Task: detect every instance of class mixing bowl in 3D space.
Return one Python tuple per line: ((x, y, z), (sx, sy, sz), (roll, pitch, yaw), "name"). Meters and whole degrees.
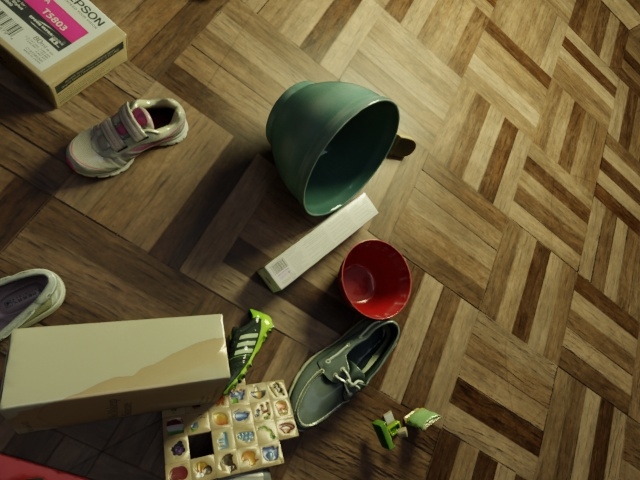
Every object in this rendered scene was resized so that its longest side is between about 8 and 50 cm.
((0.108, 0.096, 0.952), (0.182, 0.098, 0.181), (7, 74, -24), "mixing bowl")

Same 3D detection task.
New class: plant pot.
((0.004, -0.228, 0.905), (0.293, 0.293, 0.196), (-37, 68, -28), "plant pot")

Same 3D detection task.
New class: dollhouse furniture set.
((0.192, 0.405, 0.926), (0.152, 0.076, 0.058), (-20, 87, -27), "dollhouse furniture set")

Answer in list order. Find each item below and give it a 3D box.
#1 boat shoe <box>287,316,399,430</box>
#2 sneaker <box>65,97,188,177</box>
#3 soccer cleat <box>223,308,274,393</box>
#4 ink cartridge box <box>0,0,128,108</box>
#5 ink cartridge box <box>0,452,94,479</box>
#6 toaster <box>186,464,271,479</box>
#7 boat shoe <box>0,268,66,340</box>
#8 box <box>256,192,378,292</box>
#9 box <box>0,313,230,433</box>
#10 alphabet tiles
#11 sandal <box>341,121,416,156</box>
((0.054, 0.277, 0.880), (0.319, 0.099, 0.116), (-39, 95, -27), "boat shoe")
((-0.374, -0.216, 0.797), (0.252, 0.111, 0.103), (-40, 95, -27), "sneaker")
((-0.160, 0.218, 0.816), (0.072, 0.060, 0.179), (30, 51, 1), "soccer cleat")
((-0.534, -0.408, 0.785), (0.235, 0.088, 0.193), (41, 65, -10), "ink cartridge box")
((-0.484, 0.479, 0.600), (0.296, 0.066, 0.261), (29, 68, -16), "ink cartridge box")
((-0.173, 0.474, 0.711), (0.147, 0.129, 0.226), (11, 72, -20), "toaster")
((-0.564, 0.144, 0.624), (0.320, 0.103, 0.118), (-33, 92, -28), "boat shoe")
((0.000, 0.000, 0.945), (0.324, 0.063, 0.067), (-38, 96, -27), "box")
((-0.323, 0.215, 0.680), (0.311, 0.148, 0.121), (-1, 55, -24), "box")
((-0.166, 0.328, 0.755), (0.237, 0.009, 0.198), (1, 42, -26), "alphabet tiles")
((0.145, -0.288, 1.092), (0.240, 0.088, 0.079), (8, 42, -30), "sandal")
